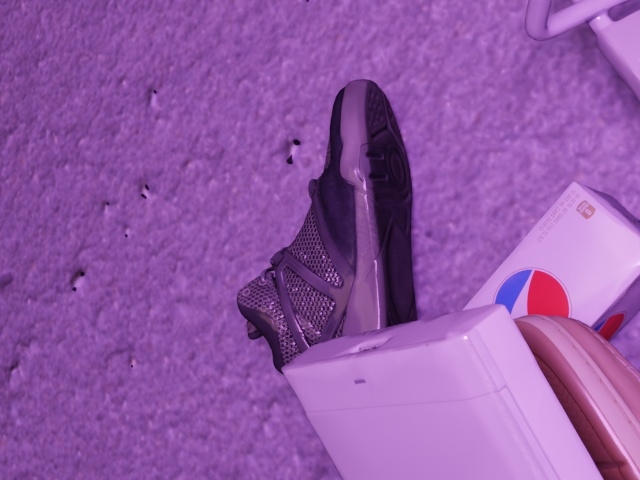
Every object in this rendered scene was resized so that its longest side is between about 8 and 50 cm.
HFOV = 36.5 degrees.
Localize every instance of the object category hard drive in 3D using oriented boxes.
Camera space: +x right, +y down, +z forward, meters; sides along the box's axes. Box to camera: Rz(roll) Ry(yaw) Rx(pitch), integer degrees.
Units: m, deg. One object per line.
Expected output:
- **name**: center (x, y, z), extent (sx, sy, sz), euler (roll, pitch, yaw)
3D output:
- **hard drive**: center (0.104, 0.186, 0.518), extent (0.308, 0.040, 0.203), euler (61, 153, -3)

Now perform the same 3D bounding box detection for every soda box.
- **soda box**: center (0.126, 0.068, 0.618), extent (0.069, 0.074, 0.216), euler (46, 109, 27)

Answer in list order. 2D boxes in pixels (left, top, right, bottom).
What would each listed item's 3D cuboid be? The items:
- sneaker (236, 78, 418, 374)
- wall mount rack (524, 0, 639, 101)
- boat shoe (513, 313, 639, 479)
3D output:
- **sneaker**: center (0.000, 0.000, 0.697), extent (0.130, 0.087, 0.228), euler (-3, 87, 28)
- **wall mount rack**: center (0.294, -0.121, 0.509), extent (0.304, 0.130, 0.350), euler (-28, 69, -8)
- **boat shoe**: center (0.209, 0.176, 0.512), extent (0.341, 0.110, 0.121), euler (57, 151, 7)
